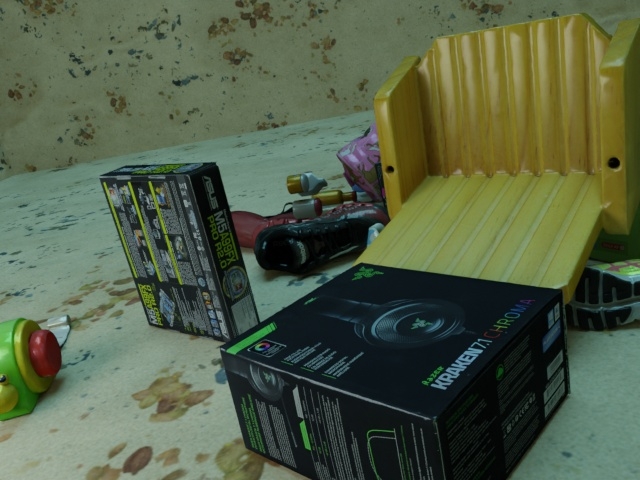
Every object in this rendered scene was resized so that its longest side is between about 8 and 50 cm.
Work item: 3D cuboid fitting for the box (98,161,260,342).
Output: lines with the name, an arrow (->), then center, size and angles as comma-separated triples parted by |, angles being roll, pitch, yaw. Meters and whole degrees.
box -> -0.217, 0.017, 0.938 | 0.216, 0.269, 0.060 | 3, 25, 39

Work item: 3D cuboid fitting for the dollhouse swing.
dollhouse swing -> 0.205, -0.111, 0.805 | 0.347, 0.314, 0.305 | 4, 22, 39

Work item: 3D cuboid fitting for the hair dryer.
hair dryer -> -0.116, -0.048, 1.363 | 0.224, 0.080, 0.293 | -12, 19, -2

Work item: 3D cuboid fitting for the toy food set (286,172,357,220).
toy food set -> 0.011, -0.085, 1.322 | 0.105, 0.111, 0.232 | -7, -12, 13

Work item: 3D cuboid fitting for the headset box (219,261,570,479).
headset box -> 0.073, 0.136, 0.639 | 0.283, 0.131, 0.246 | 7, 25, 43

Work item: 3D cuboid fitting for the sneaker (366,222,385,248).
sneaker -> 0.186, 0.012, 0.994 | 0.229, 0.092, 0.087 | -4, 19, 18

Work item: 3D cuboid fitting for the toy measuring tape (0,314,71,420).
toy measuring tape -> -0.446, 0.151, 0.927 | 0.122, 0.121, 0.330 | -14, 19, -6

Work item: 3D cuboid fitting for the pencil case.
pencil case -> 0.209, -0.257, 1.349 | 0.386, 0.160, 0.167 | -44, -20, 0

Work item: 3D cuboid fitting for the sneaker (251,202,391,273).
sneaker -> 0.000, 0.001, 1.128 | 0.276, 0.097, 0.135 | -11, 18, 7

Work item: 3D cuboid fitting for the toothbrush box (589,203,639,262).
toothbrush box -> 0.461, -0.114, 0.901 | 0.122, 0.283, 0.206 | -23, 21, -30

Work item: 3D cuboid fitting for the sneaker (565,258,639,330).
sneaker -> 0.378, 0.063, 0.776 | 0.209, 0.081, 0.094 | 1, 13, 17

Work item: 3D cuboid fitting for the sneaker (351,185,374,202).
sneaker -> 0.175, -0.145, 1.472 | 0.211, 0.081, 0.080 | -9, 17, 3

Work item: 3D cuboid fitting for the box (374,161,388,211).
box -> 0.239, -0.113, 1.163 | 0.164, 0.142, 0.247 | -15, 7, -20
